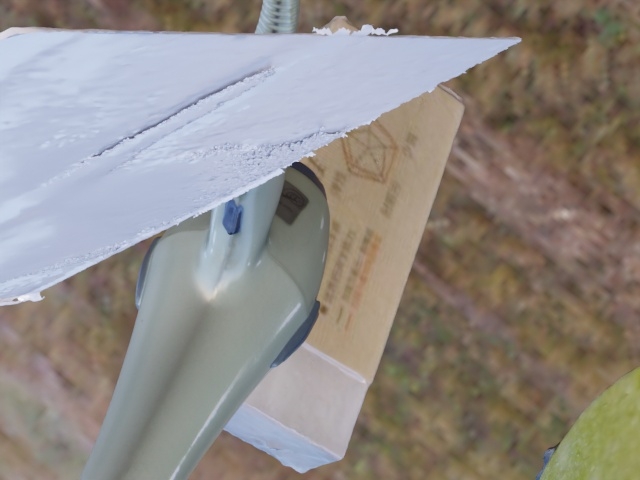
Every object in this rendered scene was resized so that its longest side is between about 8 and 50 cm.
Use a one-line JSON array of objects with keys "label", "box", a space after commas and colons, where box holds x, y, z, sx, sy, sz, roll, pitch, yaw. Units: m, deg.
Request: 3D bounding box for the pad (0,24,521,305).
[{"label": "pad", "box": [-0.076, -0.010, 0.467, 0.232, 0.156, 0.004, -25, 75, 45]}]

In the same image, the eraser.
[{"label": "eraser", "box": [0.000, 0.000, 1.466, 0.144, 0.343, 0.078, 32, 150, -20]}]

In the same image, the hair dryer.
[{"label": "hair dryer", "box": [-0.037, 0.012, 0.612, 0.067, 0.167, 0.199, 20, 156, 5]}]

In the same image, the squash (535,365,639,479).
[{"label": "squash", "box": [0.180, 0.174, 0.769, 0.237, 0.155, 0.204, 9, 125, 25]}]
